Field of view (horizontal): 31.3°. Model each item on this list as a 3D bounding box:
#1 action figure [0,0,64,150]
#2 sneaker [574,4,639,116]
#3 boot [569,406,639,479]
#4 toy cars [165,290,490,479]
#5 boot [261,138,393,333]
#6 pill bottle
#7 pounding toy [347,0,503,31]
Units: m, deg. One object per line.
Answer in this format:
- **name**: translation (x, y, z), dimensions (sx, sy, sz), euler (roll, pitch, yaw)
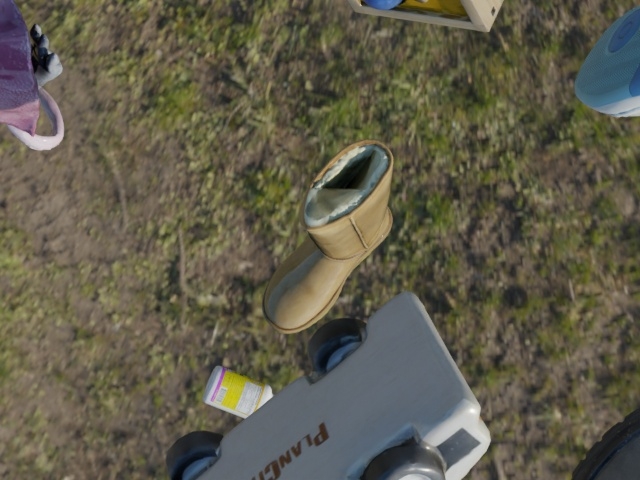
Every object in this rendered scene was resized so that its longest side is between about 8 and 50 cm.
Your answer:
- **action figure**: translation (-0.444, -0.148, 1.024), dimensions (0.248, 0.370, 0.276), euler (50, 161, 17)
- **sneaker**: translation (0.391, -0.131, 1.081), dimensions (0.208, 0.319, 0.127), euler (31, 86, -18)
- **boot**: translation (0.208, 0.249, 0.698), dimensions (0.338, 0.223, 0.118), euler (-45, 118, 7)
- **toy cars**: translation (-0.036, 0.208, 0.497), dimensions (0.176, 0.394, 0.087), euler (3, 151, 46)
- **boot**: translation (0.000, 0.000, 1.405), dimensions (0.089, 0.269, 0.236), euler (38, 84, 10)
- **pill bottle**: translation (-0.082, 0.169, 1.233), dimensions (0.083, 0.043, 0.043), euler (23, 119, -8)
- **pounding toy**: translation (0.061, -0.190, 0.725), dimensions (0.141, 0.100, 0.130), euler (17, 163, 33)
